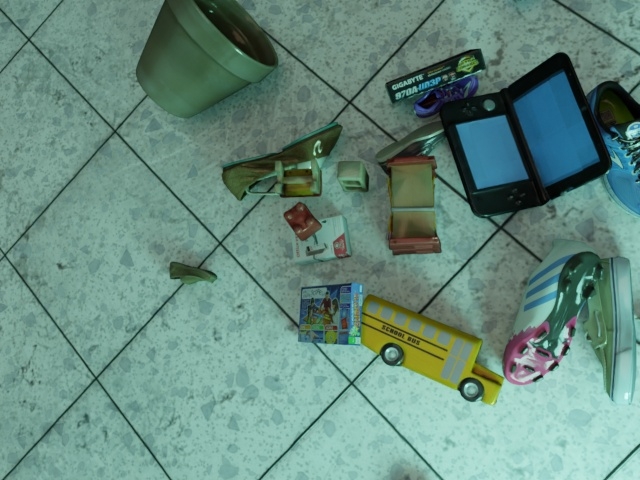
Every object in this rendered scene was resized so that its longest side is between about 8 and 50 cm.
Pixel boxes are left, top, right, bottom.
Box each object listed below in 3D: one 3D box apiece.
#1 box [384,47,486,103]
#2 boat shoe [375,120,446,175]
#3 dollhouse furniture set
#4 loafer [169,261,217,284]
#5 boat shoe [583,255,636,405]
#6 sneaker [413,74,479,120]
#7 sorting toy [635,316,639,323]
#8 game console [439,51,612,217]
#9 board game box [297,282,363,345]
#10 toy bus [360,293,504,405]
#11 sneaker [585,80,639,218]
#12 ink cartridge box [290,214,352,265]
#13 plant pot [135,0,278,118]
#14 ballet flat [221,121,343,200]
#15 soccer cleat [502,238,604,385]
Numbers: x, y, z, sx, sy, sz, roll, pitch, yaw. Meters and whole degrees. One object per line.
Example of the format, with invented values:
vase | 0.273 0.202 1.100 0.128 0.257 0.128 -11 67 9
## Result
box | 0.263 -0.384 1.333 0.220 0.175 0.051 -18 104 13
boat shoe | 0.236 -0.225 1.382 0.206 0.075 0.065 -27 116 5
dollhouse furniture set | 0.088 -0.074 1.319 0.374 0.152 0.201 -1 79 11
loafer | -0.333 0.093 1.485 0.148 0.056 0.050 12 84 29
boat shoe | 0.592 0.181 1.173 0.094 0.109 0.302 -4 69 32
sneaker | 0.302 -0.345 1.368 0.170 0.071 0.068 -29 73 9
sorting toy | 0.703 0.183 1.165 0.075 0.045 0.083 -18 74 -7
game console | 0.432 -0.227 1.243 0.250 0.173 0.293 -12 74 -7
board game box | 0.019 0.169 1.310 0.201 0.035 0.136 -10 74 55
toy bus | 0.239 0.240 1.253 0.333 0.108 0.130 21 84 20
sneaker | 0.646 -0.189 1.193 0.130 0.147 0.329 -26 74 10
ink cartridge box | 0.000 0.000 1.399 0.135 0.056 0.099 -11 77 14
plant pot | -0.318 -0.478 1.484 0.280 0.323 0.323 -40 70 24
ballet flat | -0.086 -0.184 1.443 0.343 0.116 0.124 -19 95 13
soccer cleat | 0.477 0.149 1.210 0.116 0.143 0.331 20 107 -13
